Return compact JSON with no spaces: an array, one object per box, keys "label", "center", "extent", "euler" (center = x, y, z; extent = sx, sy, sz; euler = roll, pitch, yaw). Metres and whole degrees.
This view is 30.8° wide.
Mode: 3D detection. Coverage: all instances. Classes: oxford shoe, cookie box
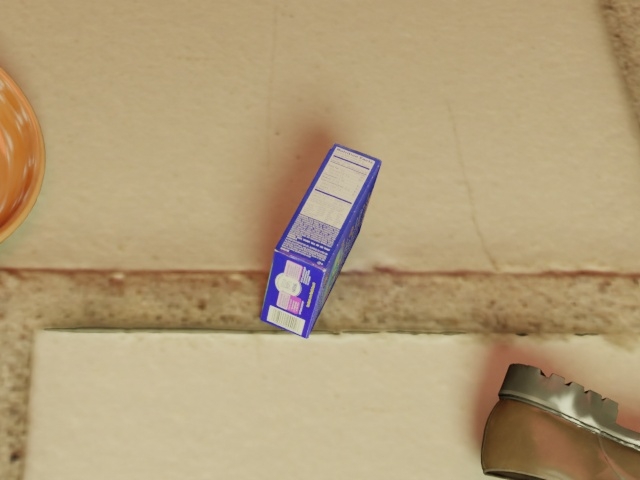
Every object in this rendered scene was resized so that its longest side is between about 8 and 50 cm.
[{"label":"oxford shoe","center":[0.207,0.169,0.741],"extent":[0.227,0.083,0.096],"euler":[23,74,11]},{"label":"cookie box","center":[0.000,0.000,0.821],"extent":[0.040,0.092,0.107],"euler":[23,54,6]}]

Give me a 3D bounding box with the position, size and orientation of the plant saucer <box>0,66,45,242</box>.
[{"label":"plant saucer","center":[-0.299,-0.066,0.832],"extent":[0.200,0.037,0.200],"euler":[14,59,-25]}]
